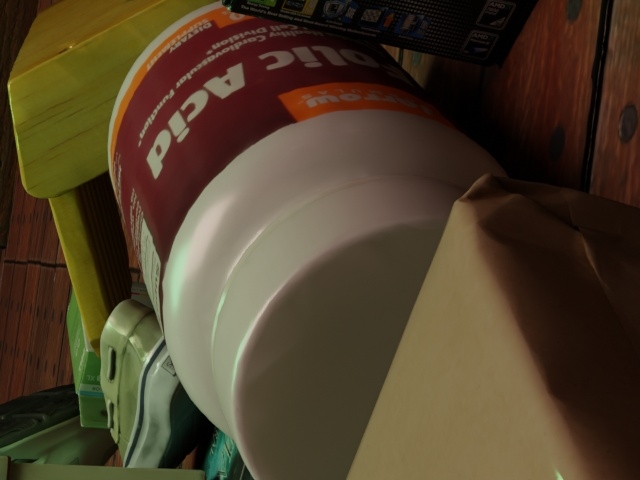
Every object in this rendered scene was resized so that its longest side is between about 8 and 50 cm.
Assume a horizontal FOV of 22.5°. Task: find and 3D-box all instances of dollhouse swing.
[{"bbox_3d":[-0.152,-0.107,1.624,0.305,0.315,0.347,62,-176,-18],"label":"dollhouse swing"}]

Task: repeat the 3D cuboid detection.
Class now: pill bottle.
[{"bbox_3d":[0.000,0.000,0.988,0.392,0.224,0.224,-123,44,-63],"label":"pill bottle"}]

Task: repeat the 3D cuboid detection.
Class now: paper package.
[{"bbox_3d":[0.112,0.196,0.657,0.309,0.168,0.324,-109,33,-55],"label":"paper package"}]

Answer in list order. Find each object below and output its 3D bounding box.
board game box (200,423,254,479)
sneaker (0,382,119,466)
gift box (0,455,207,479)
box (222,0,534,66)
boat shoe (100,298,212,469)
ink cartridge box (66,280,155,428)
[{"bbox_3d":[-0.067,0.162,1.436,0.126,0.026,0.186,-124,46,-65],"label":"board game box"},{"bbox_3d":[-0.338,0.329,1.743,0.169,0.447,0.257,-8,105,50],"label":"sneaker"},{"bbox_3d":[-0.249,0.350,1.492,0.276,0.258,0.255,114,158,-61],"label":"gift box"},{"bbox_3d":[0.055,-0.198,0.966,0.184,0.191,0.045,119,155,-46],"label":"box"},{"bbox_3d":[-0.154,0.141,1.505,0.109,0.094,0.302,-45,-14,-29],"label":"boat shoe"},{"bbox_3d":[-0.213,0.122,1.764,0.209,0.109,0.062,-111,33,-57],"label":"ink cartridge box"}]
